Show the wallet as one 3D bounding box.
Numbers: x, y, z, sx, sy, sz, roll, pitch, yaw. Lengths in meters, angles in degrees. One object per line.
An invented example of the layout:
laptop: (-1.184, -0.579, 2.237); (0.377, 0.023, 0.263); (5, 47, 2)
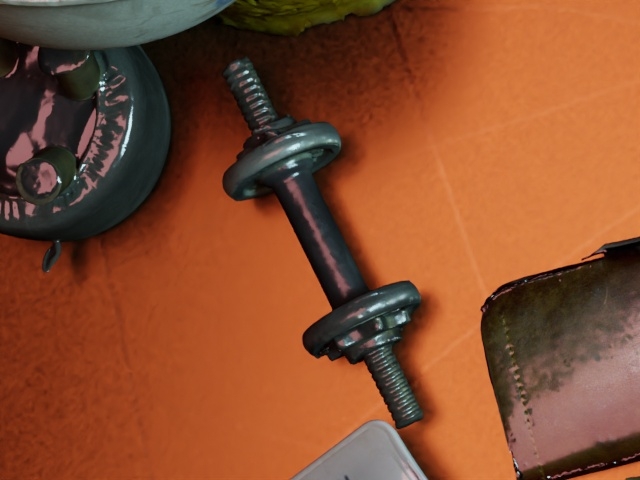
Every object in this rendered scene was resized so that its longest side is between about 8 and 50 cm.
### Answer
wallet: (0.227, 0.057, 1.133); (0.255, 0.031, 0.137); (-14, 77, 10)

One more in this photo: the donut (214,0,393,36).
donut: (-0.025, -0.266, 1.196); (0.272, 0.107, 0.272); (-2, 85, 16)

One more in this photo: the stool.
stool: (-0.195, -0.100, 1.199); (0.153, 0.139, 0.228); (-29, 80, 7)

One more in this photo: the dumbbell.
dumbbell: (0.000, 0.000, 1.170); (0.082, 0.081, 0.254); (-28, 78, 9)

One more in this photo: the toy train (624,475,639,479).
toy train: (0.286, 0.254, 1.047); (0.159, 0.129, 0.326); (-34, 76, 1)

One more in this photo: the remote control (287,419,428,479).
remote control: (0.088, 0.260, 1.134); (0.109, 0.055, 0.313); (-38, 81, 13)

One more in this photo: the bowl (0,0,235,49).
bowl: (-0.128, -0.200, 1.086); (0.313, 0.146, 0.313); (-2, 51, 2)
